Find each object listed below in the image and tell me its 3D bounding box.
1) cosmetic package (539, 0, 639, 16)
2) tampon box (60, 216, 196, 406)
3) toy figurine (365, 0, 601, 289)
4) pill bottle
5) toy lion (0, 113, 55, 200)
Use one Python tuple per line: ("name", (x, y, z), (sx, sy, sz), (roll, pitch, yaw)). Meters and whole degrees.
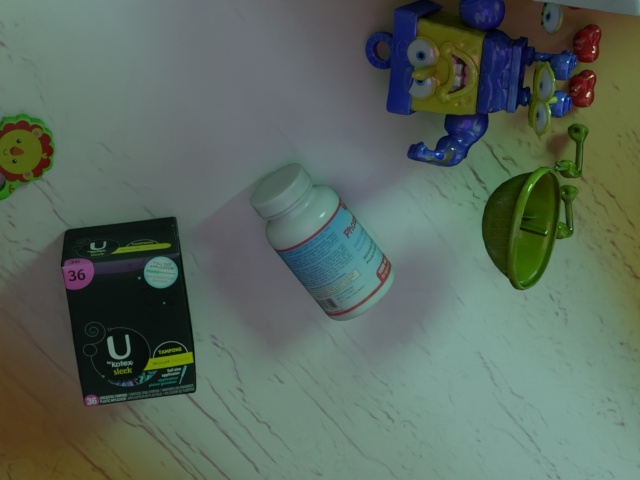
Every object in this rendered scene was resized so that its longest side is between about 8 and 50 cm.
("cosmetic package", (0.302, -0.342, 1.336), (0.156, 0.385, 0.217), (15, 116, 33))
("tampon box", (-0.196, 0.072, 1.608), (0.120, 0.101, 0.161), (-8, 114, -4))
("toy figurine", (0.151, -0.154, 1.559), (0.217, 0.191, 0.363), (13, 116, 20))
("pill bottle", (0.000, 0.000, 1.607), (0.087, 0.087, 0.160), (-34, 113, 9))
("toy lion", (-0.320, -0.083, 1.568), (0.096, 0.034, 0.100), (15, 111, -21))
